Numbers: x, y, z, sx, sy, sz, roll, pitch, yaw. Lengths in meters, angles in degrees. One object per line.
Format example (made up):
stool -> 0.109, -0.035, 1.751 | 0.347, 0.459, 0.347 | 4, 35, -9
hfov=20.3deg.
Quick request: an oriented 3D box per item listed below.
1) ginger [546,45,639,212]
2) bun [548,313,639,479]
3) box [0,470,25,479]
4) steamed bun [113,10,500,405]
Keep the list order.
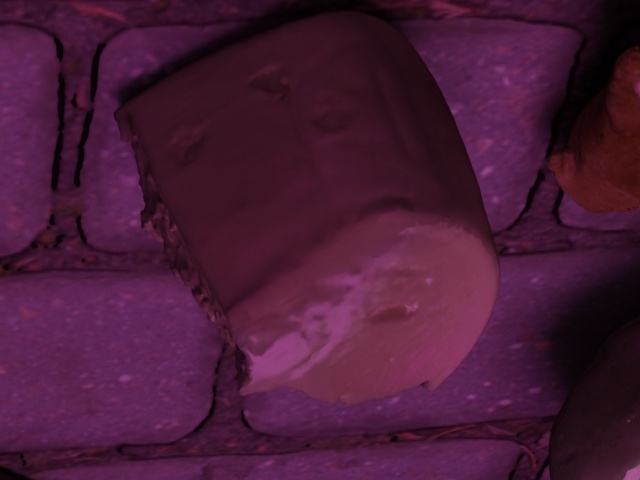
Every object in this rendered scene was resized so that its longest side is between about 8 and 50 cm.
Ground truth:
ginger -> 0.274, -0.151, 1.036 | 0.348, 0.122, 0.363 | -30, 147, 6
bun -> 0.284, 0.139, 1.339 | 0.283, 0.179, 0.283 | -13, 124, -20
box -> -0.319, 0.252, 1.277 | 0.153, 0.188, 0.252 | -37, 136, 24
steamed bun -> 0.000, 0.000, 1.047 | 0.200, 0.225, 0.170 | -23, 139, 8
